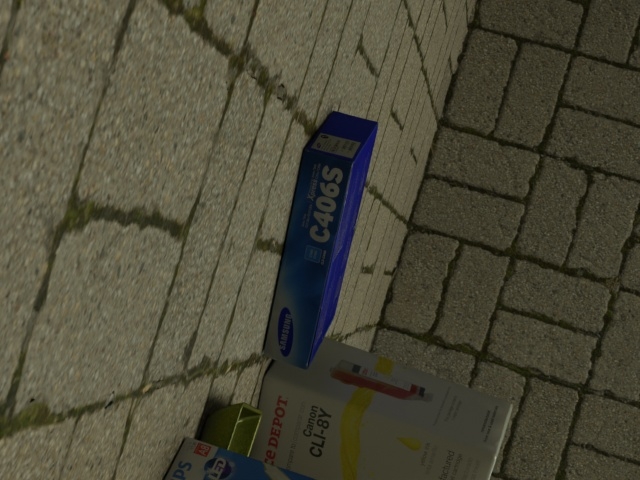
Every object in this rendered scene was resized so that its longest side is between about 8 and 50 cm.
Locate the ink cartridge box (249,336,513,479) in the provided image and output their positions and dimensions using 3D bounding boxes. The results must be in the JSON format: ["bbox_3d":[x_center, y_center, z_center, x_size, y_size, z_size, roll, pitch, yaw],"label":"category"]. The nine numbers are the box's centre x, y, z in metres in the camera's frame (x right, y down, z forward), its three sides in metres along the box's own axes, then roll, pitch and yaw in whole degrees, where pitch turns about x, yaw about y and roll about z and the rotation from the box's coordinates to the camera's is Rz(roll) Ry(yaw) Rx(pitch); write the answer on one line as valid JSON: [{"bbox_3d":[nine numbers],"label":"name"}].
[{"bbox_3d":[0.084,0.348,1.929,0.160,0.384,0.279,-54,159,-58],"label":"ink cartridge box"}]

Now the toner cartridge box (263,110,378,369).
[{"bbox_3d":[0.000,0.000,1.736,0.165,0.075,0.348,-57,161,-61],"label":"toner cartridge box"}]

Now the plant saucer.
[{"bbox_3d":[-0.136,0.300,1.536,0.188,0.045,0.188,66,41,-77],"label":"plant saucer"}]

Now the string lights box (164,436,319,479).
[{"bbox_3d":[-0.060,0.334,1.354,0.133,0.259,0.077,-65,169,-50],"label":"string lights box"}]
